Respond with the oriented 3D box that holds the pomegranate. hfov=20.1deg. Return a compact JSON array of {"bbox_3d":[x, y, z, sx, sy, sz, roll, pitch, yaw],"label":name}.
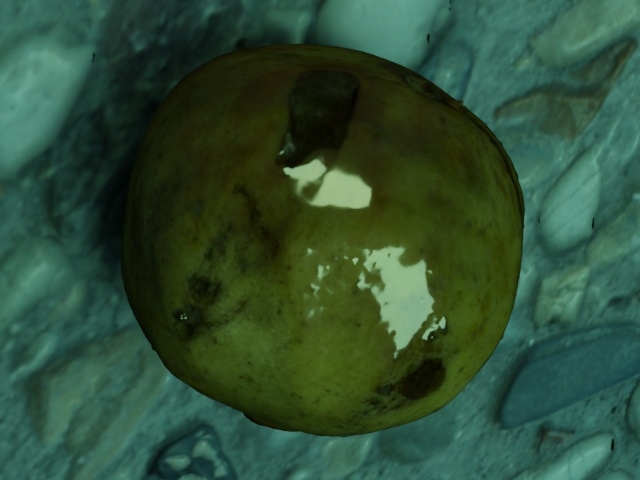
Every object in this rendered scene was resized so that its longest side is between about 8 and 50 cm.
[{"bbox_3d":[0.000,0.000,1.205,0.281,0.281,0.281,-22,130,-29],"label":"pomegranate"}]
